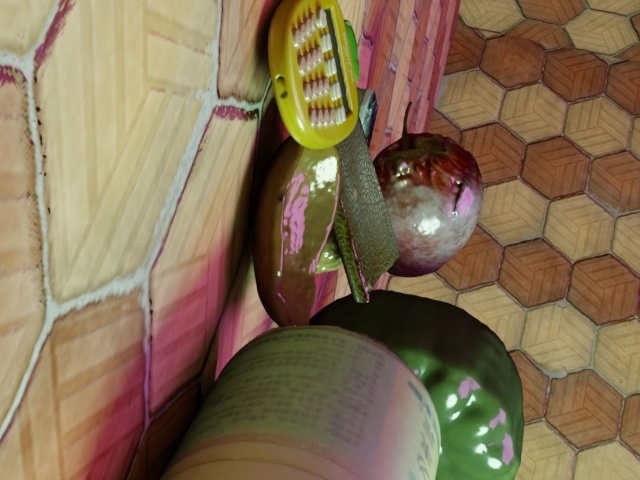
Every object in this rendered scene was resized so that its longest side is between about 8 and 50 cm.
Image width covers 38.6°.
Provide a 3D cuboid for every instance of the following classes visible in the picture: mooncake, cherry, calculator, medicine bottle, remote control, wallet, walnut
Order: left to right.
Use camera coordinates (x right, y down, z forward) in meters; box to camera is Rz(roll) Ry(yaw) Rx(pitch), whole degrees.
[{"bbox_3d":[-0.040,0.268,0.736,0.406,0.236,0.235,-64,165,-61],"label":"medicine bottle"},{"bbox_3d":[-0.001,-0.163,0.856,0.235,0.032,0.146,-49,130,-67],"label":"calculator"},{"bbox_3d":[0.000,0.000,1.121,0.079,0.083,0.096,-44,-166,47],"label":"walnut"},{"bbox_3d":[0.034,-0.062,1.070,0.133,0.039,0.243,-52,131,-55],"label":"wallet"},{"bbox_3d":[0.042,-0.105,1.320,0.104,0.052,0.247,-66,167,-55],"label":"remote control"},{"bbox_3d":[0.102,0.251,1.270,0.194,0.357,0.356,-60,162,-55],"label":"mooncake"},{"bbox_3d":[0.137,-0.043,1.320,0.192,0.175,0.249,-85,-173,-50],"label":"cherry"}]

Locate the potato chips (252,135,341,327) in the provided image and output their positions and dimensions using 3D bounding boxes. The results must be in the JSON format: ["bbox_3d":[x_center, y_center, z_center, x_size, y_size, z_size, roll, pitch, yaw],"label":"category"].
[{"bbox_3d":[-0.033,-0.013,0.912,0.195,0.062,0.208,-59,154,-58],"label":"potato chips"}]
